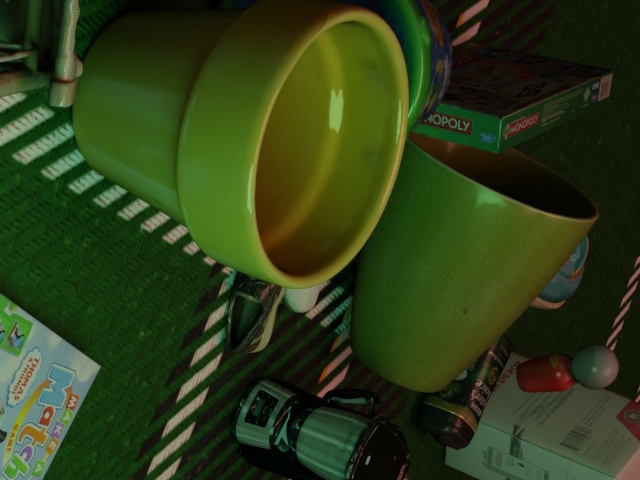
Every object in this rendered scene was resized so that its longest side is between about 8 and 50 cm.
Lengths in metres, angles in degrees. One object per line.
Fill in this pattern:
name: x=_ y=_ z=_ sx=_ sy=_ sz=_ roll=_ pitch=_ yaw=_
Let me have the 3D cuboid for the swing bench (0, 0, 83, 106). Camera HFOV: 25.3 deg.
swing bench: x=-0.256 y=-0.229 z=1.019 sx=0.255 sy=0.165 sz=0.253 roll=-16 pitch=118 yaw=-56

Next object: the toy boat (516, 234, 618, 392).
toy boat: x=0.346 y=0.067 z=2.103 sx=0.267 sy=0.148 sz=0.318 roll=7 pitch=73 yaw=-61

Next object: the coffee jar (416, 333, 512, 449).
coffee jar: x=0.213 y=0.214 z=2.111 sx=0.184 sy=0.079 sz=0.096 roll=-63 pitch=148 yaw=-15

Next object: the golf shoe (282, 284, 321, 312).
golf shoe: x=0.000 y=0.000 z=1.642 sx=0.067 sy=0.086 sz=0.186 roll=-13 pitch=117 yaw=-58

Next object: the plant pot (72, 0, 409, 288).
plant pot: x=-0.083 y=-0.106 z=1.294 sx=0.254 sy=0.239 sz=0.254 roll=-33 pitch=131 yaw=-48

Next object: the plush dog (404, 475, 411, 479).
plush dog: x=0.038 y=0.411 z=1.843 sx=0.225 sy=0.210 sz=0.262 roll=-27 pitch=131 yaw=-22

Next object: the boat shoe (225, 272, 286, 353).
boat shoe: x=-0.071 y=0.057 z=1.581 sx=0.049 sy=0.056 sz=0.152 roll=-18 pitch=120 yaw=-61

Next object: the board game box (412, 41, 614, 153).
board game box: x=0.198 y=-0.182 z=1.748 sx=0.317 sy=0.213 sz=0.046 roll=-26 pitch=126 yaw=-52

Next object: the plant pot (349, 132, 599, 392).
plant pot: x=0.159 y=0.033 z=1.783 sx=0.275 sy=0.275 sz=0.293 roll=-6 pitch=125 yaw=-58

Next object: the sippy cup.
sippy cup: x=0.031 y=-0.187 z=1.483 sx=0.305 sy=0.240 sz=0.224 roll=-41 pitch=172 yaw=22

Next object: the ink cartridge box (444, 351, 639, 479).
ink cartridge box: x=0.364 y=0.306 z=2.207 sx=0.207 sy=0.283 sz=0.117 roll=-34 pitch=136 yaw=-47

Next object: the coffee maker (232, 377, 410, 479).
coffee maker: x=0.002 y=0.251 z=1.679 sx=0.120 sy=0.178 sz=0.171 roll=-46 pitch=138 yaw=-35

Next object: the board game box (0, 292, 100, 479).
board game box: x=-0.295 y=0.139 z=1.269 sx=0.160 sy=0.039 sz=0.211 roll=-64 pitch=150 yaw=-15
